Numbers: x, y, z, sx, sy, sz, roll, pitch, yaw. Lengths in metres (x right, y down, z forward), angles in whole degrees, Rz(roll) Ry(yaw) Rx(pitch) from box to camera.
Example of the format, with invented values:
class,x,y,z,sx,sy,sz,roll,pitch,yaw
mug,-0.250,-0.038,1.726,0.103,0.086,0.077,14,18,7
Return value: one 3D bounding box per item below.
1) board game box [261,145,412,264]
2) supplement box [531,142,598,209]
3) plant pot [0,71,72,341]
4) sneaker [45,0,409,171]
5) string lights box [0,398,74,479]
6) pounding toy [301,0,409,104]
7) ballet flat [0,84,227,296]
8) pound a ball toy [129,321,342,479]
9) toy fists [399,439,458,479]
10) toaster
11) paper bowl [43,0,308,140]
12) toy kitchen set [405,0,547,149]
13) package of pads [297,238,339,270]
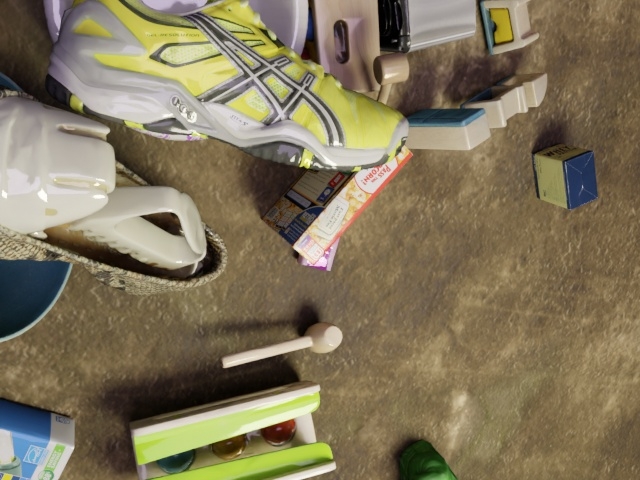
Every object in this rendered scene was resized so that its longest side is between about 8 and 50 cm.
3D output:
class,x,y,z,sx,sy,sz,roll,pitch,yaw
board game box,0.016,-0.071,0.906,0.193,0.147,0.045,-48,116,-1
supplement box,0.395,-0.105,1.080,0.056,0.083,0.083,-21,113,-15
plant pot,-0.429,-0.032,0.696,0.195,0.290,0.290,-6,113,18
sneaker,-0.068,-0.167,0.683,0.384,0.145,0.147,9,104,-26
string lights box,-0.469,0.267,0.855,0.259,0.077,0.133,24,97,-26
pounding toy,0.023,-0.220,0.829,0.094,0.206,0.181,-11,110,-18
ballet flat,-0.236,-0.044,0.676,0.483,0.182,0.164,39,54,-64
pound a ball toy,-0.116,0.253,0.981,0.319,0.136,0.208,-10,84,-19
toy fists,0.202,0.495,1.155,0.096,0.142,0.279,-15,110,-17
toaster,0.110,-0.331,0.843,0.110,0.186,0.168,-15,110,-12
paper bowl,-0.168,-0.266,0.772,0.284,0.148,0.284,-6,108,-20
toy kitchen set,0.214,-0.248,0.968,0.207,0.122,0.166,-33,116,-32
package of pads,0.000,0.000,0.985,0.050,0.032,0.083,13,101,-22
